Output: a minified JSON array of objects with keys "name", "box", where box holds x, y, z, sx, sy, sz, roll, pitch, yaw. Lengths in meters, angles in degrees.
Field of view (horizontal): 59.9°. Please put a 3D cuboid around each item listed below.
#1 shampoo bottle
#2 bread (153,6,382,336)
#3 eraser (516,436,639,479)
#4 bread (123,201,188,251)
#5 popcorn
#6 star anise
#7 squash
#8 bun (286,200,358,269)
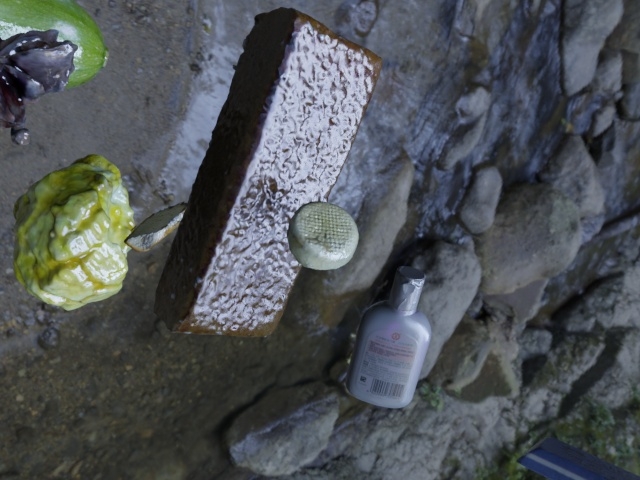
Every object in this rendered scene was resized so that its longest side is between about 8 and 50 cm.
[{"name":"shampoo bottle","box":[0.080,0.107,0.613,0.040,0.079,0.165,-61,164,-67]},{"name":"bread","box":[-0.072,-0.072,0.725,0.165,0.113,0.417,16,101,-39]},{"name":"eraser","box":[0.370,0.312,0.704,0.082,0.225,0.036,11,96,-55]},{"name":"bread","box":[-0.325,-0.024,1.120,0.044,0.126,0.129,62,33,-19]},{"name":"popcorn","box":[-0.592,-0.014,1.299,0.292,0.334,0.294,-11,145,-3]},{"name":"star anise","box":[-0.396,-0.190,0.694,0.209,0.232,0.089,-12,150,8]},{"name":"squash","box":[-0.691,-0.513,1.365,0.308,0.310,0.311,-6,117,-39]},{"name":"bun","box":[0.000,0.000,0.628,0.086,0.086,0.055,-22,155,-33]}]
